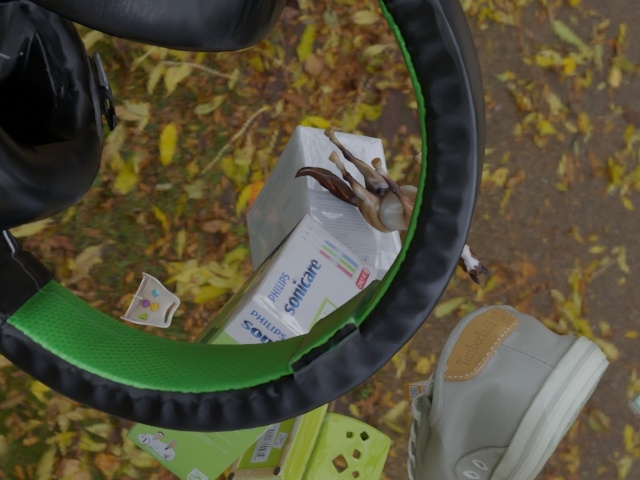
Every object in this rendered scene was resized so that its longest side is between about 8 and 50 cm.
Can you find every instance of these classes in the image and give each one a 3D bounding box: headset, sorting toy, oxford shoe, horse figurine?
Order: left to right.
[{"bbox_3d":[-0.102,-0.107,0.409,0.394,0.243,0.185,49,24,-9],"label":"headset"},{"bbox_3d":[-0.271,0.107,1.634,0.075,0.045,0.083,21,74,13],"label":"sorting toy"},{"bbox_3d":[0.085,-0.052,1.224,0.066,0.263,0.174,-51,127,-17],"label":"horse figurine"},{"bbox_3d":[0.146,0.189,0.955,0.130,0.449,0.169,32,63,16],"label":"oxford shoe"}]

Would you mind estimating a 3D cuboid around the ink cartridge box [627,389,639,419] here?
[{"bbox_3d":[0.410,0.135,0.864,0.224,0.056,0.181,-42,78,1],"label":"ink cartridge box"}]

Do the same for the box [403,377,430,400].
[{"bbox_3d":[0.191,0.213,1.422,0.081,0.136,0.028,-6,92,-35],"label":"box"}]

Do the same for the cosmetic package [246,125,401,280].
[{"bbox_3d":[0.000,0.000,1.408,0.138,0.224,0.225,5,56,-23],"label":"cosmetic package"}]

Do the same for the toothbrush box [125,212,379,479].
[{"bbox_3d":[-0.080,0.134,1.197,0.122,0.283,0.206,38,31,-5],"label":"toothbrush box"}]

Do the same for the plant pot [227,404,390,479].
[{"bbox_3d":[-0.036,0.433,1.923,0.207,0.227,0.228,41,54,-28],"label":"plant pot"}]
